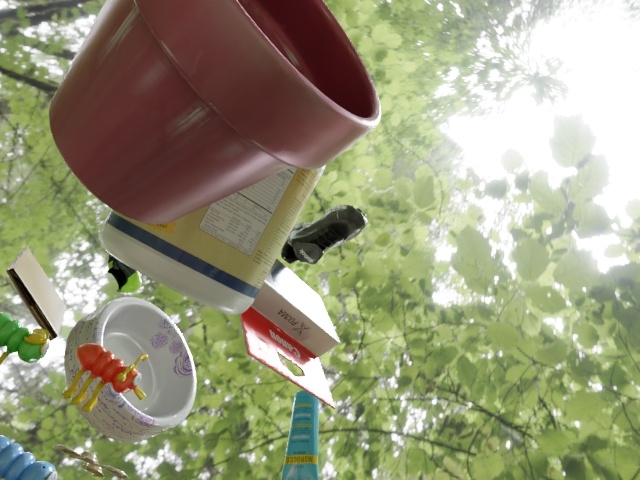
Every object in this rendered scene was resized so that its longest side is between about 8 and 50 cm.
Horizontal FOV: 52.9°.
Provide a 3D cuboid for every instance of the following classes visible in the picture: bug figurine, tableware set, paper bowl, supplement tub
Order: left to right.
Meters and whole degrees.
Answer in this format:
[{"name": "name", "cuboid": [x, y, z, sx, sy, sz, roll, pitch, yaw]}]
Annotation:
[{"name": "bug figurine", "cuboid": [-0.327, 0.168, 0.720, 0.216, 0.279, 0.072, 30, -68, -1]}, {"name": "tableware set", "cuboid": [-0.520, 0.504, 1.453, 0.141, 0.020, 0.168, -9, -46, 39]}, {"name": "paper bowl", "cuboid": [-0.399, 0.270, 1.315, 0.148, 0.284, 0.284, -29, -87, 21]}, {"name": "supplement tub", "cuboid": [-0.131, -0.082, 0.884, 0.228, 0.228, 0.316, 27, -96, 10]}]

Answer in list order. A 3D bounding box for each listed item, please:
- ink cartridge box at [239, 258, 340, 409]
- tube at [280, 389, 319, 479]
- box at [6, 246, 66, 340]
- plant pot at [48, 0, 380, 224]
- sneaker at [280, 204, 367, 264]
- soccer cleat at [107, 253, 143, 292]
[{"name": "ink cartridge box", "cuboid": [-0.058, 0.151, 1.218, 0.066, 0.261, 0.296, -35, -44, 11]}, {"name": "tube", "cuboid": [-0.035, 0.406, 1.300, 0.080, 0.207, 0.052, -11, -46, 16]}, {"name": "box", "cuboid": [-0.586, 0.106, 1.337, 0.021, 0.201, 0.164, -29, -72, -9]}, {"name": "plant pot", "cuboid": [-0.086, -0.112, 0.462, 0.180, 0.201, 0.201, -34, -89, 24]}, {"name": "sneaker", "cuboid": [0.000, 0.000, 1.286, 0.078, 0.106, 0.234, 47, -36, -19]}, {"name": "soccer cleat", "cuboid": [-0.487, 0.044, 1.561, 0.060, 0.072, 0.179, -30, -105, 29]}]
